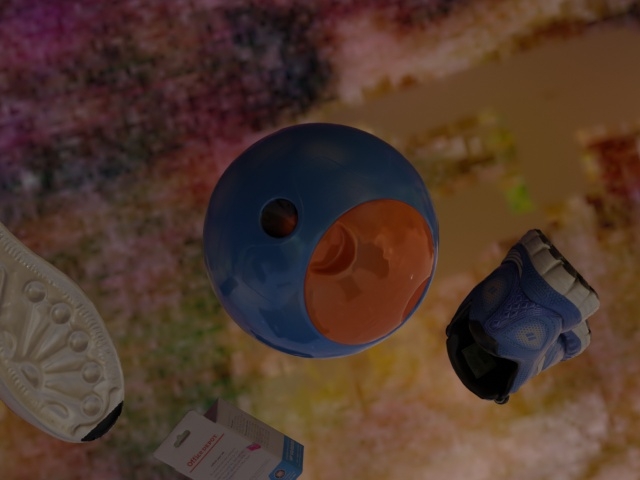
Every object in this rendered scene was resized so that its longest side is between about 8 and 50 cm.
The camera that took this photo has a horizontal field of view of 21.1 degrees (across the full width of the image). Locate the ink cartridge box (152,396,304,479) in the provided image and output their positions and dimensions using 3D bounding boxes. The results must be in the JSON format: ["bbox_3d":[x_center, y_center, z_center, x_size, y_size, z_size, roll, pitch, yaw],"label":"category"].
[{"bbox_3d":[-0.125,0.287,2.345,0.104,0.181,0.061,-49,-161,27],"label":"ink cartridge box"}]

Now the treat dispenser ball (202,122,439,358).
[{"bbox_3d":[0.000,0.000,2.088,0.288,0.288,0.288,-16,178,-1],"label":"treat dispenser ball"}]

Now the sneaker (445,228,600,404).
[{"bbox_3d":[0.189,0.088,1.764,0.147,0.130,0.330,-38,165,-3],"label":"sneaker"}]

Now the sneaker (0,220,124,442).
[{"bbox_3d":[-0.342,0.064,1.764,0.130,0.323,0.236,-43,-166,-19],"label":"sneaker"}]
